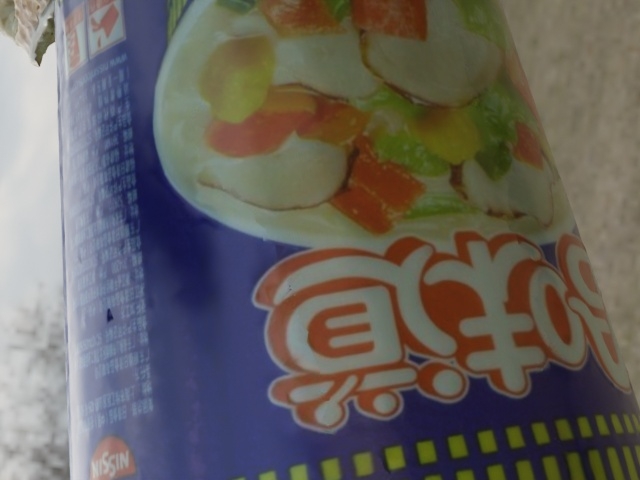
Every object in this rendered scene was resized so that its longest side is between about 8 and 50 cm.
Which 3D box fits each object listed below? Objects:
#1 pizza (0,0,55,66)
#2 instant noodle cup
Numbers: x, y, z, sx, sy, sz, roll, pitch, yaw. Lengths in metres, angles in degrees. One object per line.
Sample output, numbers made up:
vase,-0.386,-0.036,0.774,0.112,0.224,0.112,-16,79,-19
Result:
pizza,-0.163,-0.178,0.946,0.188,0.081,0.204,62,147,14
instant noodle cup,0.000,0.000,0.773,0.284,0.284,0.312,99,160,-78
